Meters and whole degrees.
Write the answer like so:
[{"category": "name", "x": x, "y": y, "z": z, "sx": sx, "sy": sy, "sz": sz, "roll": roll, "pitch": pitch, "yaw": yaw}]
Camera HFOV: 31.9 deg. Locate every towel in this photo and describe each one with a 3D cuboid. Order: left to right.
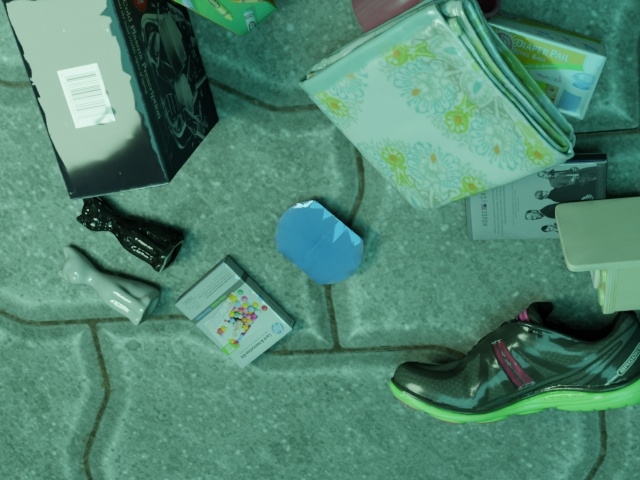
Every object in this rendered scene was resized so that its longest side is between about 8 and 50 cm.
[{"category": "towel", "x": 0.178, "y": -0.203, "z": 1.756, "sx": 0.320, "sy": 0.090, "sz": 0.374, "roll": 48, "pitch": 145, "yaw": -17}]

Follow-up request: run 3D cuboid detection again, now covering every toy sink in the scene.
[{"category": "toy sink", "x": 0.519, "y": 0.026, "z": 1.881, "sx": 0.234, "sy": 0.153, "sz": 0.131, "roll": -5, "pitch": 134, "yaw": 4}]

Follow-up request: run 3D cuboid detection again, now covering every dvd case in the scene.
[{"category": "dvd case", "x": 0.369, "y": -0.073, "z": 1.929, "sx": 0.239, "sy": 0.029, "sz": 0.179, "roll": -1, "pitch": 135, "yaw": 11}]

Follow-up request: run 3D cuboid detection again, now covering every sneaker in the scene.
[{"category": "sneaker", "x": 0.362, "y": 0.214, "z": 2.038, "sx": 0.483, "sy": 0.185, "sz": 0.202, "roll": -9, "pitch": 95, "yaw": 11}]

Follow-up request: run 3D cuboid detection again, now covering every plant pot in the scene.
[{"category": "plant pot", "x": 0.157, "y": -0.397, "z": 1.771, "sx": 0.180, "sy": 0.201, "sz": 0.201, "roll": -30, "pitch": 107, "yaw": 38}]

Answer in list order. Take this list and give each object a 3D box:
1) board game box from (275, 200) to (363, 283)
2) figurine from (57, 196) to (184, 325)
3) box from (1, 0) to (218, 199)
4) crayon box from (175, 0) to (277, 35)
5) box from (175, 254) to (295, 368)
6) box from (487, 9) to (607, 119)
[{"category": "board game box", "x": 0.000, "y": 0.000, "z": 2.061, "sx": 0.169, "sy": 0.033, "sz": 0.133, "roll": 40, "pitch": 120, "yaw": -3}, {"category": "figurine", "x": -0.392, "y": 0.035, "z": 2.127, "sx": 0.209, "sy": 0.092, "sz": 0.215, "roll": 29, "pitch": 117, "yaw": 5}, {"category": "box", "x": -0.329, "y": -0.289, "z": 1.831, "sx": 0.179, "sy": 0.312, "sz": 0.343, "roll": -9, "pitch": 113, "yaw": 14}, {"category": "crayon box", "x": -0.199, "y": -0.441, "z": 1.735, "sx": 0.081, "sy": 0.278, "sz": 0.165, "roll": -35, "pitch": 65, "yaw": 22}, {"category": "box", "x": -0.164, "y": 0.139, "z": 2.151, "sx": 0.145, "sy": 0.038, "sz": 0.186, "roll": -39, "pitch": 104, "yaw": 24}, {"category": "box", "x": 0.348, "y": -0.291, "z": 1.822, "sx": 0.203, "sy": 0.103, "sz": 0.114, "roll": 17, "pitch": 116, "yaw": 2}]
